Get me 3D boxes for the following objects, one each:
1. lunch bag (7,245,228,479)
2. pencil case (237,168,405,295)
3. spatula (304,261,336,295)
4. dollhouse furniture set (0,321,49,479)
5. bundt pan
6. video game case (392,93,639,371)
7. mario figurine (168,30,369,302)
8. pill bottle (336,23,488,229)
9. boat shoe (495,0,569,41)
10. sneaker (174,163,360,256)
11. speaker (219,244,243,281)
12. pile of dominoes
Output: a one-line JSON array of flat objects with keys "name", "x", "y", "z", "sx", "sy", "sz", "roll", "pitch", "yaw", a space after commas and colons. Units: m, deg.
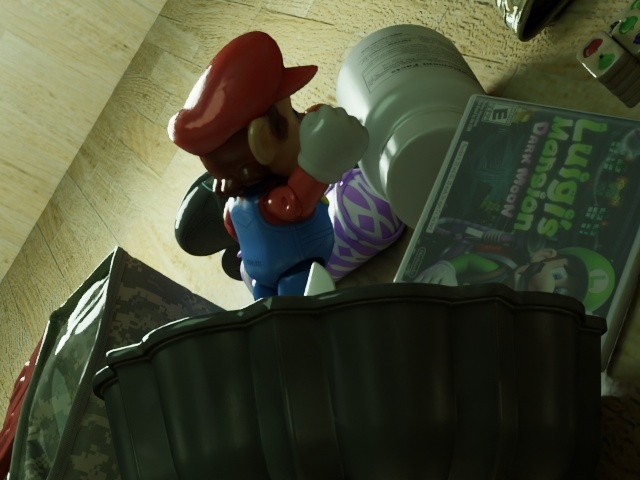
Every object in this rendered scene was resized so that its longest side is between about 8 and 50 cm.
[{"name": "lunch bag", "x": -0.149, "y": 0.193, "z": 1.309, "sx": 0.169, "sy": 0.235, "sz": 0.287, "roll": -42, "pitch": 27, "yaw": 37}, {"name": "pencil case", "x": 0.000, "y": 0.000, "z": 1.434, "sx": 0.206, "sy": 0.088, "sz": 0.086, "roll": -38, "pitch": 17, "yaw": 47}, {"name": "spatula", "x": 0.008, "y": 0.154, "z": 1.157, "sx": 0.168, "sy": 0.019, "sz": 0.242, "roll": 25, "pitch": 104, "yaw": 52}, {"name": "dollhouse furniture set", "x": -0.292, "y": 0.284, "z": 1.598, "sx": 0.374, "sy": 0.201, "sz": 0.152, "roll": -52, "pitch": 21, "yaw": 37}, {"name": "bundt pan", "x": 0.024, "y": 0.135, "z": 0.906, "sx": 0.331, "sy": 0.330, "sz": 0.124, "roll": -32, "pitch": 59, "yaw": 52}, {"name": "video game case", "x": 0.155, "y": -0.012, "z": 1.048, "sx": 0.173, "sy": 0.022, "sz": 0.190, "roll": 13, "pitch": 70, "yaw": 31}, {"name": "mario figurine", "x": -0.011, "y": -0.033, "z": 1.289, "sx": 0.198, "sy": 0.321, "sz": 0.170, "roll": -10, "pitch": 11, "yaw": 29}, {"name": "pill bottle", "x": 0.092, "y": -0.099, "z": 1.293, "sx": 0.131, "sy": 0.131, "sz": 0.229, "roll": -53, "pitch": 21, "yaw": 18}, {"name": "boat shoe", "x": 0.231, "y": -0.257, "z": 1.296, "sx": 0.190, "sy": 0.068, "sz": 0.072, "roll": -57, "pitch": 30, "yaw": 36}, {"name": "sneaker", "x": -0.057, "y": -0.042, "z": 1.567, "sx": 0.267, "sy": 0.101, "sz": 0.106, "roll": -30, "pitch": 46, "yaw": 28}, {"name": "speaker", "x": -0.096, "y": -0.004, "z": 1.717, "sx": 0.055, "sy": 0.055, "sz": 0.136, "roll": -53, "pitch": 22, "yaw": 17}, {"name": "pile of dominoes", "x": 0.296, "y": -0.201, "z": 1.038, "sx": 0.251, "sy": 0.040, "sz": 0.196, "roll": -47, "pitch": 23, "yaw": 13}]
